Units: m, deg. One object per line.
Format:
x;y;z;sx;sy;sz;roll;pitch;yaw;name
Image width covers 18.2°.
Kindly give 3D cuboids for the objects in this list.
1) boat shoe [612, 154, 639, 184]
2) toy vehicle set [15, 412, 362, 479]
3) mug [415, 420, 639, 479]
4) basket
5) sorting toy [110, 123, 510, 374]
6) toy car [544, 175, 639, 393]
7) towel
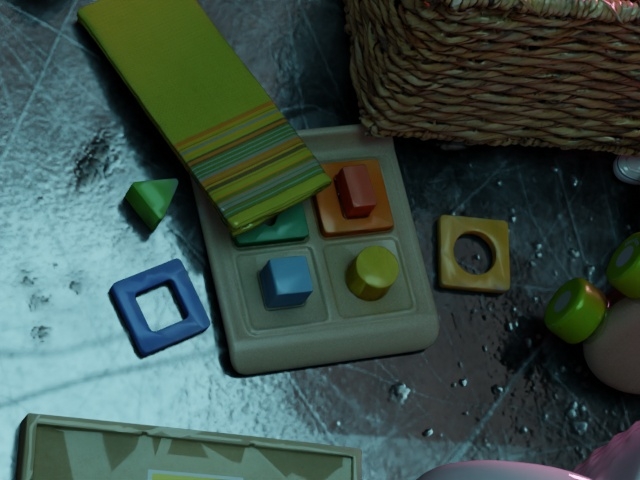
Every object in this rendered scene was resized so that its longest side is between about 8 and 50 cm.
0.305;-0.072;1.747;0.100;0.035;0.035;-6;74;-20;boat shoe
-0.100;0.228;1.516;0.267;0.035;0.166;8;70;-15;toy vehicle set
0.236;0.248;1.458;0.374;0.328;0.276;20;67;-10;mug
0.188;-0.215;1.643;0.299;0.223;0.213;3;62;-16;basket
0.000;0.000;1.619;0.348;0.047;0.196;-7;75;-20;sorting toy
0.294;0.028;1.677;0.155;0.149;0.188;36;41;-17;toy car
-0.096;-0.114;1.619;0.102;0.021;0.237;-26;69;-29;towel
